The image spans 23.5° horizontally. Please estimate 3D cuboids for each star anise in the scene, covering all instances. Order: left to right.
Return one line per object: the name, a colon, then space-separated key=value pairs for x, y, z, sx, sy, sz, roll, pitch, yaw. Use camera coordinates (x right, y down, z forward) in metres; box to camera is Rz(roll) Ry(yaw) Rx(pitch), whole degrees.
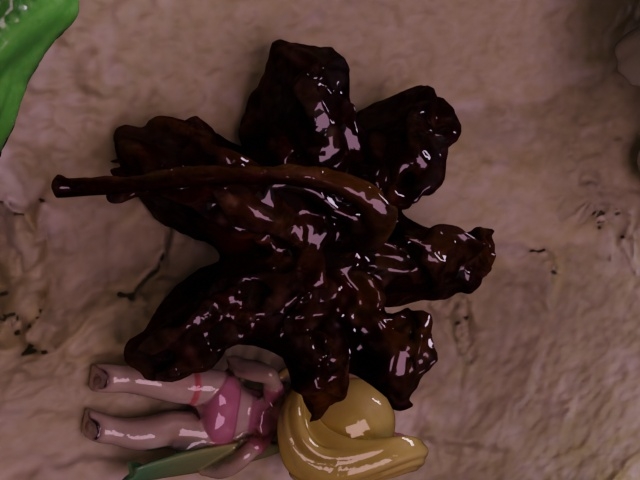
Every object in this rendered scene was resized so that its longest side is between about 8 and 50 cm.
star anise: x=0.000 y=0.000 z=0.792 sx=0.220 sy=0.126 sz=0.190 roll=-35 pitch=110 yaw=-27

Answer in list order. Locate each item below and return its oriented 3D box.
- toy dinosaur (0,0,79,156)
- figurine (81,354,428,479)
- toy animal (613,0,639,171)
toy dinosaur: x=-0.360 y=-0.012 z=0.585 sx=0.500 sy=0.144 sz=0.374 roll=-55 pitch=131 yaw=-9
figurine: x=-0.033 y=0.101 z=0.828 sx=0.187 sy=0.083 sz=0.083 roll=11 pitch=93 yaw=-24
toy animal: x=0.270 y=-0.155 z=0.905 sx=0.289 sy=0.174 sz=0.249 roll=41 pitch=76 yaw=-32
